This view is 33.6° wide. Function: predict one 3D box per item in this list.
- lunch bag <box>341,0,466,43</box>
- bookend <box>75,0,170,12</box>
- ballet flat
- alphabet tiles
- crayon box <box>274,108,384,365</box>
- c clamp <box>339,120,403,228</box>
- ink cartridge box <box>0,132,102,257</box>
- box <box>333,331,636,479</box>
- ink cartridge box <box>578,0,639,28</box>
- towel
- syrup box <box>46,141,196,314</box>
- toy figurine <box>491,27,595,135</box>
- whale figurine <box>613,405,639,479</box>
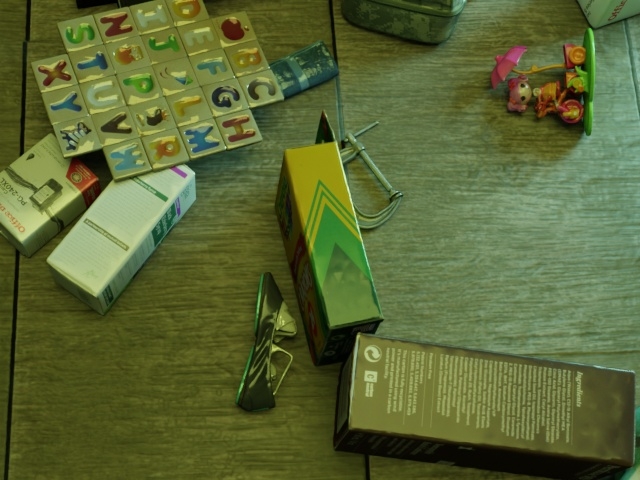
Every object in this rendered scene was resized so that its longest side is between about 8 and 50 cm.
[{"bbox_3d":[0.161,-0.514,1.698,0.213,0.256,0.305,16,68,0],"label":"lunch bag"},{"bbox_3d":[-0.331,-0.402,1.701,0.157,0.072,0.156,-11,71,-10],"label":"bookend"},{"bbox_3d":[-0.071,0.148,1.525,0.074,0.074,0.203,11,75,-2],"label":"ballet flat"},{"bbox_3d":[-0.243,-0.239,1.591,0.343,0.011,0.285,-17,69,-16],"label":"alphabet tiles"},{"bbox_3d":[0.000,0.000,1.518,0.081,0.202,0.318,-10,70,-10],"label":"crayon box"},{"bbox_3d":[0.072,-0.100,1.658,0.137,0.022,0.160,-27,74,-15],"label":"c clamp"},{"bbox_3d":[-0.418,-0.067,1.570,0.109,0.063,0.150,43,71,10],"label":"ink cartridge box"},{"bbox_3d":[0.218,0.236,1.459,0.382,0.191,0.143,6,70,-3],"label":"box"},{"bbox_3d":[0.576,-0.484,1.763,0.273,0.198,0.114,-20,73,-14],"label":"ink cartridge box"},{"bbox_3d":[-0.033,-0.274,1.708,0.119,0.029,0.067,-25,75,-15],"label":"towel"},{"bbox_3d":[-0.286,-0.019,1.550,0.096,0.093,0.237,34,69,8],"label":"syrup box"},{"bbox_3d":[0.357,-0.254,1.719,0.159,0.130,0.173,-1,94,8],"label":"toy figurine"},{"bbox_3d":[0.466,0.354,1.481,0.216,0.141,0.272,17,88,-39],"label":"whale figurine"}]
